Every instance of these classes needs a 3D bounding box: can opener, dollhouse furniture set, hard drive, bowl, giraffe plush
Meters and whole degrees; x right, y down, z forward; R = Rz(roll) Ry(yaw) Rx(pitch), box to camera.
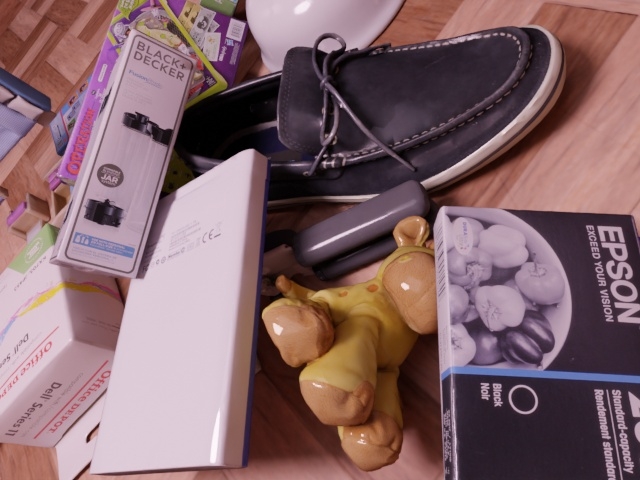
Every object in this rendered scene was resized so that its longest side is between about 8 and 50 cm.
[{"bbox_3d":[0.000,0.000,0.595,0.280,0.074,0.093,-21,54,26],"label":"can opener"},{"bbox_3d":[-0.605,-0.130,0.956,0.286,0.303,0.198,-41,48,11],"label":"dollhouse furniture set"},{"bbox_3d":[-0.147,0.075,0.548,0.210,0.040,0.319,-21,54,35],"label":"hard drive"},{"bbox_3d":[-0.016,-0.413,0.793,0.297,0.134,0.298,-18,57,29],"label":"bowl"},{"bbox_3d":[0.066,0.073,0.473,0.170,0.182,0.210,-32,16,5],"label":"giraffe plush"}]

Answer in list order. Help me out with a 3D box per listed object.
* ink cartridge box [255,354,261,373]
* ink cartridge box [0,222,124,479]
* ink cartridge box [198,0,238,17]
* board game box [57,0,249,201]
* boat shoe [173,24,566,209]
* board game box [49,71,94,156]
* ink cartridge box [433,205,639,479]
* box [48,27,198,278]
[{"bbox_3d":[-0.146,0.159,0.605,0.122,0.088,0.052,-40,48,12],"label":"ink cartridge box"},{"bbox_3d":[-0.408,0.161,0.775,0.207,0.119,0.353,-46,48,6],"label":"ink cartridge box"},{"bbox_3d":[-0.173,-0.443,0.903,0.209,0.062,0.109,-31,42,64],"label":"ink cartridge box"},{"bbox_3d":[-0.254,-0.226,0.809,0.056,0.208,0.347,154,131,-68],"label":"board game box"},{"bbox_3d":[0.019,-0.147,0.609,0.499,0.156,0.187,-8,60,32],"label":"boat shoe"},{"bbox_3d":[-0.545,-0.307,1.185,0.211,0.039,0.160,-45,48,8],"label":"board game box"},{"bbox_3d":[0.192,0.076,0.368,0.208,0.045,0.207,3,64,2],"label":"ink cartridge box"},{"bbox_3d":[-0.259,-0.100,0.661,0.169,0.087,0.290,-9,67,58],"label":"box"}]
